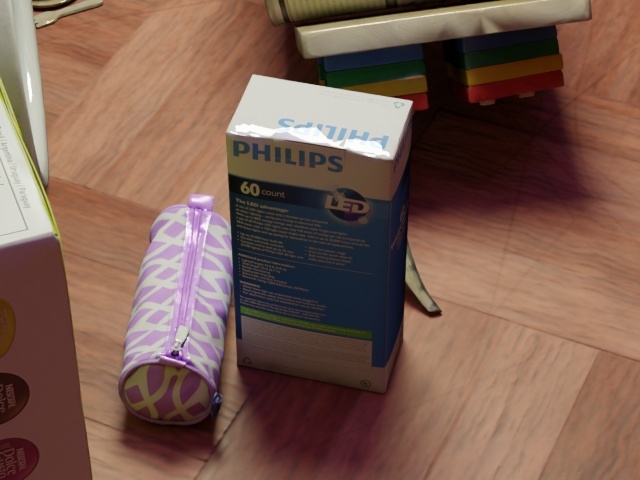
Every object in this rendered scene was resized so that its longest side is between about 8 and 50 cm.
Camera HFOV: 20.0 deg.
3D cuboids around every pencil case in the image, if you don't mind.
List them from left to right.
[{"bbox_3d":[-0.118,0.060,1.524,0.086,0.088,0.206,3,42,0],"label":"pencil case"}]

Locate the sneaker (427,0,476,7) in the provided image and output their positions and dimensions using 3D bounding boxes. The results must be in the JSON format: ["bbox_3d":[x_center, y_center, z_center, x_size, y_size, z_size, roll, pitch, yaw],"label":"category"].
[{"bbox_3d":[0.206,-0.348,1.945,0.296,0.112,0.131,-22,47,-23],"label":"sneaker"}]

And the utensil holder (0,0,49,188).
[{"bbox_3d":[-0.455,-0.184,1.617,0.385,0.328,0.328,-7,43,-6],"label":"utensil holder"}]

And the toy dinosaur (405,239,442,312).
[{"bbox_3d":[0.024,-0.037,1.650,0.118,0.064,0.268,-3,46,-13],"label":"toy dinosaur"}]

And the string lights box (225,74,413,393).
[{"bbox_3d":[0.000,0.000,1.461,0.133,0.260,0.077,11,44,11],"label":"string lights box"}]

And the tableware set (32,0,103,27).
[{"bbox_3d":[-0.340,-0.266,1.910,0.194,0.039,0.128,-22,47,-22],"label":"tableware set"}]

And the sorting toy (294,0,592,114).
[{"bbox_3d":[0.110,-0.172,1.704,0.255,0.089,0.257,-8,8,-1],"label":"sorting toy"}]

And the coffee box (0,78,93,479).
[{"bbox_3d":[-0.375,0.051,1.350,0.334,0.338,0.338,-14,44,-16],"label":"coffee box"}]

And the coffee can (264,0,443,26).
[{"bbox_3d":[0.076,-0.324,1.756,0.275,0.201,0.201,-8,43,4],"label":"coffee can"}]
